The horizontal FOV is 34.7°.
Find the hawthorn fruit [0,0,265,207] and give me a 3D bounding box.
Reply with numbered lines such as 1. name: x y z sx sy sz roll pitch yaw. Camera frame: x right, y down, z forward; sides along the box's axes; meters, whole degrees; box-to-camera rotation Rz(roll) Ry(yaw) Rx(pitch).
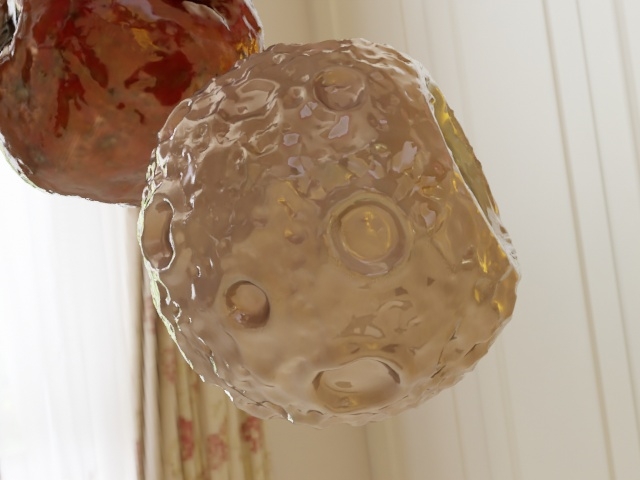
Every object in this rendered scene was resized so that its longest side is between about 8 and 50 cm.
1. hawthorn fruit: -0.179 -0.158 0.935 0.262 0.258 0.258 -15 175 18

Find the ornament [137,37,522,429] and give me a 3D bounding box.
1. ornament: 0.000 0.000 0.678 0.225 0.259 0.259 -25 173 15
